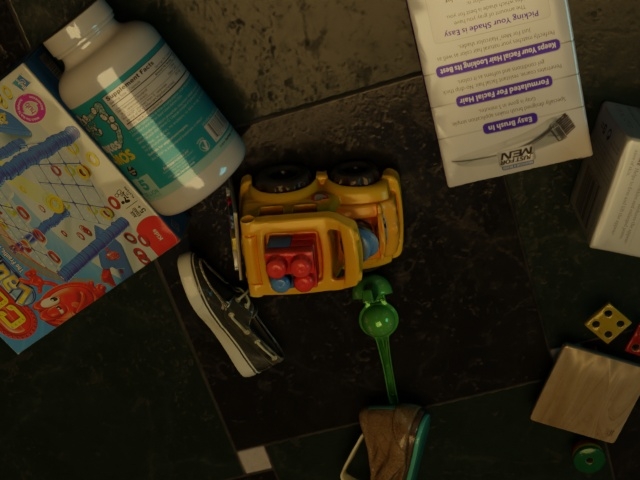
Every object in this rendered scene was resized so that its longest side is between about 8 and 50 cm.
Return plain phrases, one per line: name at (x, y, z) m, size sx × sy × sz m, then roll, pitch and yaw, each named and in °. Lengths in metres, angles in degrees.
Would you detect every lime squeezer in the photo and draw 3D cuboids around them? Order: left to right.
lime squeezer at (0.085, 0.114, 1.503) m, size 0.059 × 0.110 × 0.310 m, roll -22°, pitch 145°, yaw -5°

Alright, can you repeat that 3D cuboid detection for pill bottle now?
pill bottle at (-0.223, -0.170, 1.349) m, size 0.146 × 0.146 × 0.264 m, roll -33°, pitch 109°, yaw 16°

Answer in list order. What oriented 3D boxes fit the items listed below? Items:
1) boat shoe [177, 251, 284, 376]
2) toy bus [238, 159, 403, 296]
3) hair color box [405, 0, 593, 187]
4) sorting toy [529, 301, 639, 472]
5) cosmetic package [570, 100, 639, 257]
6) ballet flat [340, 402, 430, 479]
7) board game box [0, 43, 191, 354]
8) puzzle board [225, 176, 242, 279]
boat shoe at (-0.123, 0.095, 1.515) m, size 0.070 × 0.078 × 0.219 m, roll -23°, pitch 121°, yaw 14°
toy bus at (0.000, 0.000, 1.386) m, size 0.220 × 0.211 × 0.149 m, roll -4°, pitch 114°, yaw 3°
hair color box at (0.207, -0.251, 1.313) m, size 0.185 × 0.110 × 0.339 m, roll -12°, pitch 113°, yaw 7°
sorting toy at (0.388, 0.204, 1.557) m, size 0.132 × 0.046 × 0.274 m, roll 16°, pitch 116°, yaw -5°
cosmetic package at (0.435, -0.068, 1.366) m, size 0.183 × 0.151 × 0.151 m, roll 11°, pitch 115°, yaw -4°
ballet flat at (0.089, 0.385, 1.630) m, size 0.124 × 0.116 × 0.342 m, roll 12°, pitch 120°, yaw 19°
board game box at (-0.390, -0.047, 1.448) m, size 0.302 × 0.086 × 0.308 m, roll -34°, pitch 110°, yaw 17°
puzzle board at (-0.115, -0.018, 1.426) m, size 0.011 × 0.128 × 0.096 m, roll -5°, pitch 116°, yaw -6°
